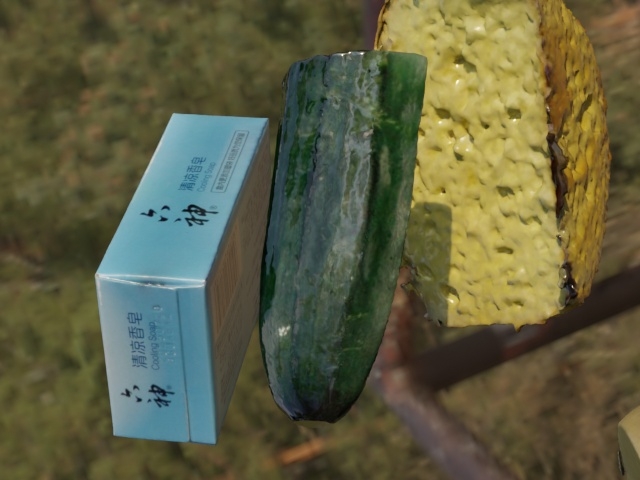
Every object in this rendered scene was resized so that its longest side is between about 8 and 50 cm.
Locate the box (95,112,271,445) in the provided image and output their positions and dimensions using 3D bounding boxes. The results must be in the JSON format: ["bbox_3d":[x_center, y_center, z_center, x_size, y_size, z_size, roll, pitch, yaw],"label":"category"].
[{"bbox_3d":[-0.093,0.023,1.256,0.232,0.083,0.143,-76,-14,-56],"label":"box"}]

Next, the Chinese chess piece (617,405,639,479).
[{"bbox_3d":[0.321,0.242,1.375,0.251,0.097,0.251,-19,-90,-88],"label":"Chinese chess piece"}]

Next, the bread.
[{"bbox_3d":[0.132,-0.073,1.247,0.160,0.147,0.261,-4,103,35],"label":"bread"}]

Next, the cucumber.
[{"bbox_3d":[0.000,0.000,1.107,0.115,0.063,0.244,1,85,49],"label":"cucumber"}]
